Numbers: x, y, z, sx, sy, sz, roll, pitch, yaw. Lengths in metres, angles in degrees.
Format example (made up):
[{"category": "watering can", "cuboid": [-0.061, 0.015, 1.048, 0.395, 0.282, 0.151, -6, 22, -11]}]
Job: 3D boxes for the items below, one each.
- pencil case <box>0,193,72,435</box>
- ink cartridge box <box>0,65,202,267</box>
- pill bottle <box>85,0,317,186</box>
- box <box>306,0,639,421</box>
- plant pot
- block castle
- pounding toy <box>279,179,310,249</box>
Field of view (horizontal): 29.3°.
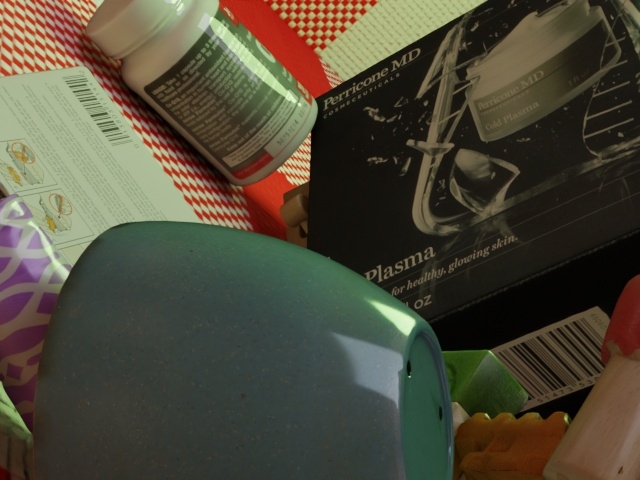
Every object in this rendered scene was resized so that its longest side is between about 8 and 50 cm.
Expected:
[{"category": "pencil case", "cuboid": [-0.191, 0.069, 0.841, 0.206, 0.086, 0.088, 62, -24, -6]}, {"category": "ink cartridge box", "cuboid": [-0.216, -0.013, 1.062, 0.296, 0.066, 0.261, 53, 29, 9]}, {"category": "pill bottle", "cuboid": [-0.151, -0.216, 1.572, 0.283, 0.161, 0.161, 44, 16, -26]}, {"category": "box", "cuboid": [0.250, -0.035, 1.467, 0.297, 0.480, 0.472, 43, 33, -34]}, {"category": "plant pot", "cuboid": [-0.024, 0.124, 0.790, 0.290, 0.195, 0.290, -5, 90, -71]}, {"category": "block castle", "cuboid": [0.180, 0.182, 0.989, 0.303, 0.213, 0.453, 50, -31, -19]}, {"category": "pounding toy", "cuboid": [-0.003, 0.005, 1.620, 0.206, 0.094, 0.181, 35, 39, -44]}]
